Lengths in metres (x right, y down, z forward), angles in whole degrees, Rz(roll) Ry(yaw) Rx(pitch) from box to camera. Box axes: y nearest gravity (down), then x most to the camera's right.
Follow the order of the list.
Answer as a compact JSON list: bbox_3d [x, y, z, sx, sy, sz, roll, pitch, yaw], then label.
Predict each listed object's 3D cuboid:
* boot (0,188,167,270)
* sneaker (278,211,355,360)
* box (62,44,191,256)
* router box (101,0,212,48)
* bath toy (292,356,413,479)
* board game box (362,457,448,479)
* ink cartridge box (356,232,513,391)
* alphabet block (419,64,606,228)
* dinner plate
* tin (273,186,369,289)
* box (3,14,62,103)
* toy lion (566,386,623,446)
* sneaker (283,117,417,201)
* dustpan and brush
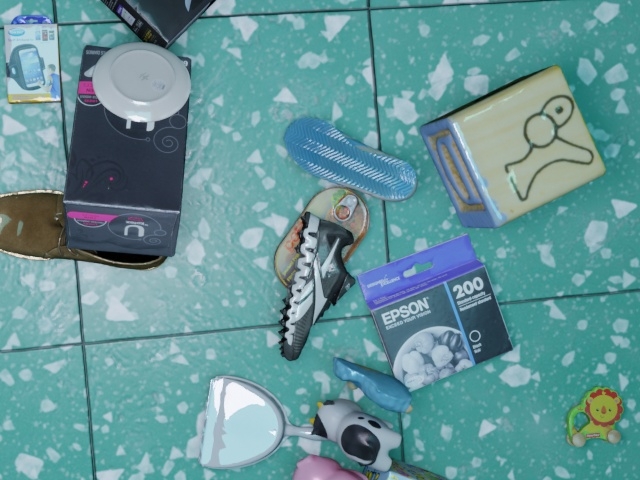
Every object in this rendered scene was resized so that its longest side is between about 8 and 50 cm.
[{"bbox_3d":[-0.380,-0.014,1.702,0.305,0.115,0.112,9,93,-8],"label":"boot"},{"bbox_3d":[-0.001,0.078,1.749,0.106,0.078,0.234,12,88,-7],"label":"sneaker"},{"bbox_3d":[-0.281,-0.131,1.644,0.165,0.143,0.270,4,62,-9],"label":"box"},{"bbox_3d":[-0.224,-0.473,1.697,0.243,0.081,0.309,45,71,-9],"label":"router box"},{"bbox_3d":[0.016,0.364,1.742,0.129,0.151,0.348,21,90,-19],"label":"bath toy"},{"bbox_3d":[0.109,0.500,1.780,0.142,0.144,0.275,21,89,-10],"label":"board game box"},{"bbox_3d":[0.188,0.119,1.834,0.206,0.045,0.208,-21,94,-8],"label":"ink cartridge box"},{"bbox_3d":[0.298,-0.144,1.770,0.197,0.193,0.192,-25,97,-8],"label":"alphabet block"},{"bbox_3d":[-0.256,-0.232,1.612,0.141,0.017,0.141,6,62,-11],"label":"dinner plate"},{"bbox_3d":[0.000,0.000,1.804,0.106,0.040,0.190,37,86,-12],"label":"tin"},{"bbox_3d":[-0.443,-0.280,1.727,0.081,0.028,0.136,-3,94,-9],"label":"box"},{"bbox_3d":[0.463,0.296,1.892,0.100,0.034,0.096,-4,85,-9],"label":"toy lion"},{"bbox_3d":[0.046,-0.121,1.786,0.228,0.092,0.087,27,89,10],"label":"sneaker"},{"bbox_3d":[-0.080,0.301,1.795,0.211,0.060,0.147,9,85,-3],"label":"dustpan and brush"}]
